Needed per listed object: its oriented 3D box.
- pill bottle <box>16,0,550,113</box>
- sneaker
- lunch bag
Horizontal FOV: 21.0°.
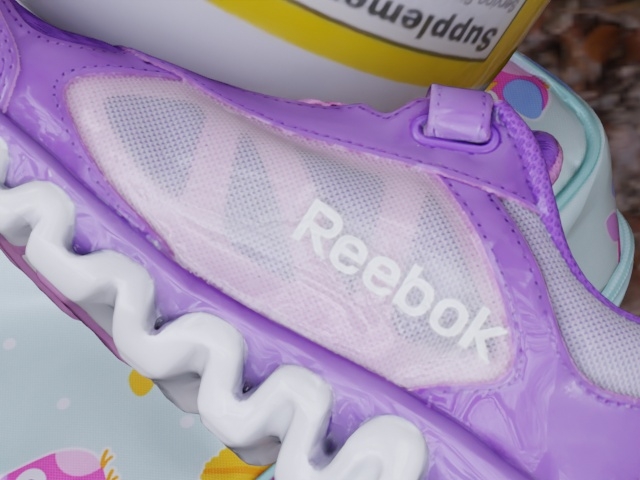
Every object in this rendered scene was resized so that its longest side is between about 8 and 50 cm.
[{"bbox_3d":[0.007,-0.149,0.467,0.188,0.188,0.334,46,117,23],"label":"pill bottle"},{"bbox_3d":[0.000,0.000,0.400,0.236,0.095,0.104,38,83,9],"label":"sneaker"},{"bbox_3d":[-0.028,0.024,0.678,0.279,0.108,0.224,-42,56,-12],"label":"lunch bag"}]
